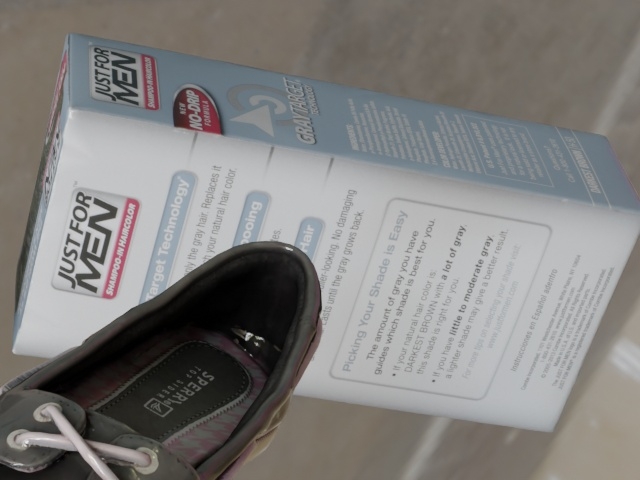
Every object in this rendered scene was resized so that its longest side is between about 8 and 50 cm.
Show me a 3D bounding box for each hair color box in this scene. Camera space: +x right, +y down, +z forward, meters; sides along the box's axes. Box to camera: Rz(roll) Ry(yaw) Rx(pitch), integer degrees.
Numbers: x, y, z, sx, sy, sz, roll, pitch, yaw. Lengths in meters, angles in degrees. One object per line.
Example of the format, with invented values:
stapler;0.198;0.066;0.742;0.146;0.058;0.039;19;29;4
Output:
hair color box;0.000;0.000;1.139;0.374;0.113;0.185;10;121;-15

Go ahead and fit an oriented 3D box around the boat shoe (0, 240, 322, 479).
boat shoe;-0.085;0.078;0.763;0.095;0.112;0.335;-66;170;22
